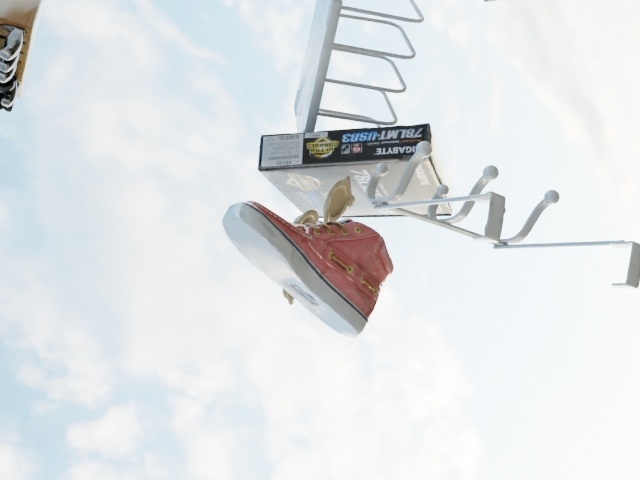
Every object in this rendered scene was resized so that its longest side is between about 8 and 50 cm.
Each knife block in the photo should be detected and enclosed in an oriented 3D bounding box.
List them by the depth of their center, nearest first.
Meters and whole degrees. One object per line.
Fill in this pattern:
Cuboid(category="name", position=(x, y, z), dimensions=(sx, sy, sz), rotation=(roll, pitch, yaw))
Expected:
Cuboid(category="knife block", position=(-0.483, -0.324, 1.251), dimensions=(0.088, 0.242, 0.276), rotation=(13, -104, -20))

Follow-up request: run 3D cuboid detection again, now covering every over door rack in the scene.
Cuboid(category="over door rack", position=(0.233, -0.042, 1.067), dimensions=(0.239, 0.324, 0.108), rotation=(16, -86, -24))

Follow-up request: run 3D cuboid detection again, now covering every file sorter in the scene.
Cuboid(category="file sorter", position=(0.064, -0.314, 1.486), dimensions=(0.193, 0.173, 0.278), rotation=(-100, 20, -57))

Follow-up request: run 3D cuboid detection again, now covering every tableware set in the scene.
Cuboid(category="tableware set", position=(0.000, 0.000, 1.101), dimensions=(0.168, 0.020, 0.141), rotation=(-39, -38, -40))

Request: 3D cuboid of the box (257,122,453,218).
Cuboid(category="box", position=(0.074, -0.114, 1.467), dimensions=(0.295, 0.293, 0.073), rotation=(45, -133, -68))

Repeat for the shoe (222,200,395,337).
Cuboid(category="shoe", position=(-0.005, 0.005, 0.707), dimensions=(0.178, 0.063, 0.081), rotation=(45, -114, -32))
